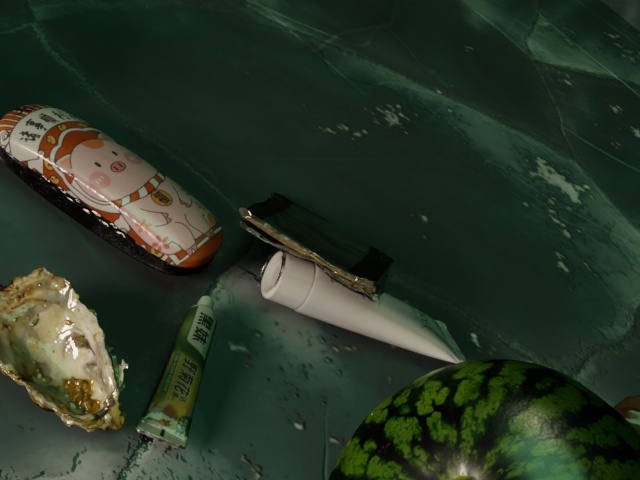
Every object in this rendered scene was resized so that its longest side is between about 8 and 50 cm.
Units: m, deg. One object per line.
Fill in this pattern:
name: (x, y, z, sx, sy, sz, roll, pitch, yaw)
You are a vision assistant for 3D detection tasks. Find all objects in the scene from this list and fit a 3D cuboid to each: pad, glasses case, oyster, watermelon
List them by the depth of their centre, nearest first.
watermelon: (0.139, 0.239, 1.003, 0.285, 0.285, 0.285, 21, 34, -15)
oyster: (-0.233, 0.101, 1.105, 0.177, 0.056, 0.105, 38, 45, 12)
glasses case: (-0.223, -0.055, 1.312, 0.266, 0.067, 0.103, 34, 31, 5)
pad: (0.000, 0.001, 1.390, 0.174, 0.022, 0.233, 29, 10, 2)

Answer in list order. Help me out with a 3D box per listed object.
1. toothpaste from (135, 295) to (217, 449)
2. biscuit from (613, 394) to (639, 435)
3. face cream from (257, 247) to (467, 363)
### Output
toothpaste: (-0.128, 0.119, 1.185, 0.049, 0.031, 0.204, 25, 35, -8)
biscuit: (0.426, 0.323, 1.276, 0.366, 0.115, 0.268, 27, 32, -4)
face cream: (0.049, 0.077, 1.367, 0.243, 0.058, 0.092, 22, 21, -22)
